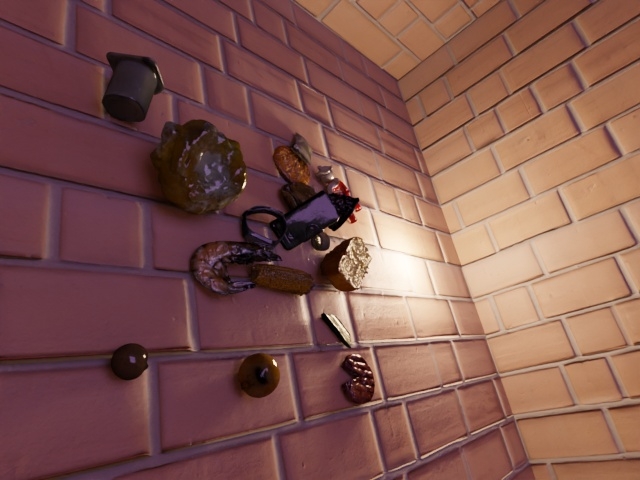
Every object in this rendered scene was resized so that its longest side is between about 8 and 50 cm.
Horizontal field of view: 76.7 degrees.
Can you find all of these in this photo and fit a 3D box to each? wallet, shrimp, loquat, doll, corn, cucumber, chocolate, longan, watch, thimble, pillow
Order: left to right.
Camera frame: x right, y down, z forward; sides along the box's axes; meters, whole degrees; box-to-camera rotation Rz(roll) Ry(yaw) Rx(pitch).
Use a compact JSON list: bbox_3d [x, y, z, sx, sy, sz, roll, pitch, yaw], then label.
[{"bbox_3d":[-0.548,0.351,1.172,0.113,0.092,0.113,52,16,-21],"label":"longan"},{"bbox_3d":[-0.313,0.105,1.561,0.365,0.071,0.233,3,58,-29],"label":"shrimp"},{"bbox_3d":[-0.216,0.477,1.435,0.163,0.137,0.163,25,35,-19],"label":"loquat"},{"bbox_3d":[-0.251,-0.067,1.782,0.206,0.068,0.192,25,57,-21],"label":"watch"},{"bbox_3d":[-0.157,0.163,1.736,0.318,0.115,0.115,19,53,-40],"label":"corn"},{"bbox_3d":[-0.099,-0.517,2.265,0.148,0.050,0.229,49,24,-26],"label":"pillow"},{"bbox_3d":[-0.070,-0.093,1.920,0.318,0.045,0.172,-33,94,-18],"label":"wallet"},{"bbox_3d":[0.000,0.000,2.038,0.062,0.084,0.109,5,65,-47],"label":"thimble"},{"bbox_3d":[0.062,-0.179,2.148,0.177,0.224,0.206,36,58,-10],"label":"chocolate"},{"bbox_3d":[0.077,0.406,1.898,0.220,0.046,0.070,54,35,-11],"label":"cucumber"},{"bbox_3d":[0.105,-0.281,2.346,0.384,0.099,0.188,54,36,-19],"label":"doll"}]

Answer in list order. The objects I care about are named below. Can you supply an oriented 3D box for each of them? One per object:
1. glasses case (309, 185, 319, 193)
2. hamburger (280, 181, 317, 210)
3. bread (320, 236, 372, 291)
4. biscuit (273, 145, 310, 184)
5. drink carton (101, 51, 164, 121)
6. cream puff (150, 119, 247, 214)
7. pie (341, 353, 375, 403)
[{"bbox_3d":[-0.030,-0.194,2.136,0.051,0.081,0.204,6,60,-52],"label":"glasses case"},{"bbox_3d":[-0.103,-0.204,2.044,0.206,0.130,0.183,48,34,14],"label":"hamburger"},{"bbox_3d":[0.115,0.127,2.015,0.194,0.179,0.340,52,35,-14],"label":"bread"},{"bbox_3d":[-0.148,-0.402,2.173,0.254,0.035,0.253,28,48,-36],"label":"biscuit"},{"bbox_3d":[-0.702,-0.558,1.514,0.186,0.191,0.189,3,65,-6],"label":"drink carton"},{"bbox_3d":[-0.473,-0.286,1.564,0.378,0.276,0.378,-7,100,-42],"label":"cream puff"},{"bbox_3d":[0.171,0.636,1.848,0.204,0.054,0.218,40,40,-25],"label":"pie"}]
